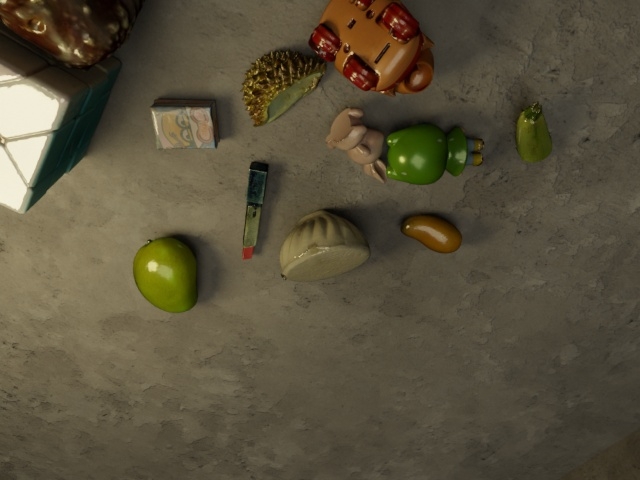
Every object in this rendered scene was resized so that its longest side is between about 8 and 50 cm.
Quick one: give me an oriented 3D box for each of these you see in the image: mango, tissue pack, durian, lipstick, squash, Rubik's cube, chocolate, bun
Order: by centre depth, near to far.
[{"bbox_3d":[-0.468,-0.487,0.914,0.225,0.339,0.210,-3,149,29],"label":"chocolate"},{"bbox_3d":[-0.686,-0.312,1.015,0.319,0.315,0.321,30,117,-18],"label":"Rubik's cube"},{"bbox_3d":[-0.100,-0.376,1.127,0.252,0.144,0.139,-38,154,14],"label":"durian"},{"bbox_3d":[-0.342,-0.294,1.180,0.155,0.065,0.115,0,125,-2],"label":"tissue pack"},{"bbox_3d":[0.545,-0.292,1.193,0.090,0.075,0.200,-6,148,25],"label":"squash"},{"bbox_3d":[0.000,0.000,1.333,0.263,0.174,0.263,-12,160,-4],"label":"bun"},{"bbox_3d":[-0.194,-0.075,1.339,0.051,0.051,0.312,8,125,-7],"label":"lipstick"},{"bbox_3d":[0.328,-0.024,1.362,0.184,0.084,0.102,23,125,-4],"label":"mango"},{"bbox_3d":[-0.466,0.113,1.399,0.186,0.149,0.272,6,128,-7],"label":"mango"}]

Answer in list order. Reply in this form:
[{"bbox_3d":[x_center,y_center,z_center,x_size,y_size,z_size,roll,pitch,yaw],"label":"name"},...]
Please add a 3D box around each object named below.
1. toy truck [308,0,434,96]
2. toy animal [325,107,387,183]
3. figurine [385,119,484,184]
[{"bbox_3d":[0.134,-0.438,1.043,0.265,0.239,0.189,49,117,17],"label":"toy truck"},{"bbox_3d":[0.117,-0.246,1.203,0.124,0.124,0.213,-37,137,21],"label":"toy animal"},{"bbox_3d":[0.294,-0.225,1.200,0.264,0.143,0.162,-5,114,-11],"label":"figurine"}]
